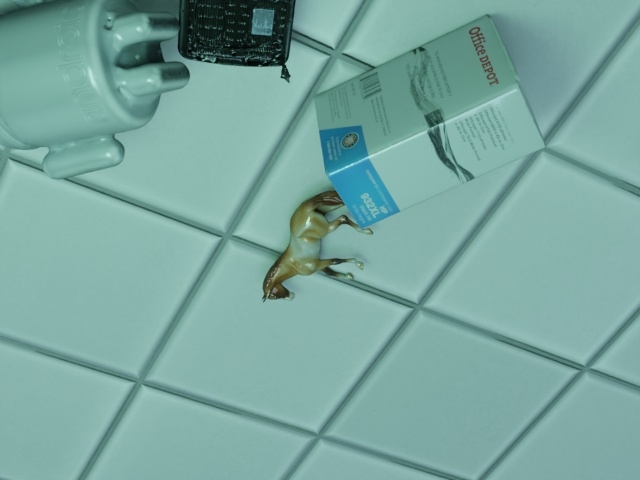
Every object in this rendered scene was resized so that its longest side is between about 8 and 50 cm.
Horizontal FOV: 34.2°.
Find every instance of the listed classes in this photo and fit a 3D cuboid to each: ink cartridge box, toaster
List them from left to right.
[{"bbox_3d":[-0.120,-0.340,1.514,0.168,0.110,0.185,4,127,-6],"label":"toaster"},{"bbox_3d":[0.160,-0.183,1.589,0.308,0.223,0.129,-24,127,13],"label":"ink cartridge box"}]

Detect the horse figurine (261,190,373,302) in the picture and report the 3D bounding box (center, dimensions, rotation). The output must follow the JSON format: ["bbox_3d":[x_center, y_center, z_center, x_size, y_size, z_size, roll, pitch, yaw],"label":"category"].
[{"bbox_3d":[0.000,0.000,1.821,0.175,0.066,0.263,4,130,-15],"label":"horse figurine"}]

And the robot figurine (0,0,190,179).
[{"bbox_3d":[-0.370,-0.242,1.492,0.354,0.200,0.299,-9,95,20],"label":"robot figurine"}]
